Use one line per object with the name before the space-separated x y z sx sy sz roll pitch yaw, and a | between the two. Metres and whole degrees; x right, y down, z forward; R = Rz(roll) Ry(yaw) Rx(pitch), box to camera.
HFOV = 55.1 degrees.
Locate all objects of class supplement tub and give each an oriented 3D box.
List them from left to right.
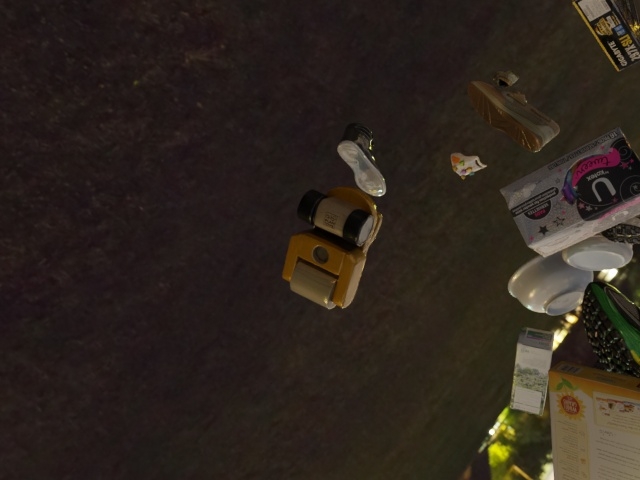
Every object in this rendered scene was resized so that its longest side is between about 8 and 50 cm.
supplement tub | 0.818 -0.063 1.822 0.191 0.191 0.272 67 31 -63

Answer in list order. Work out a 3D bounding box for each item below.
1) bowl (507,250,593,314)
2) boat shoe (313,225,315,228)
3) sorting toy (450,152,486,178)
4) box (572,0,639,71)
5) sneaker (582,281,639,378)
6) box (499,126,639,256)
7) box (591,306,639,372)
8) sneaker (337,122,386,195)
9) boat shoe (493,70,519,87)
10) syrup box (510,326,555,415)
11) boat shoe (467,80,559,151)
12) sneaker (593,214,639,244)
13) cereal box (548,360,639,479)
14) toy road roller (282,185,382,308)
bowl | 0.799 0.159 2.070 0.298 0.134 0.297 -11 142 -9
boat shoe | 0.000 0.000 2.041 0.066 0.063 0.184 -28 155 -46
sorting toy | 0.400 -0.202 1.637 0.083 0.075 0.044 33 59 -35
box | 0.708 -0.621 1.535 0.257 0.079 0.321 34 49 -32
sneaker | 0.599 0.196 1.089 0.146 0.343 0.134 -24 136 -8
box | 0.515 -0.086 1.223 0.247 0.142 0.163 -30 157 24
box | 0.759 0.326 1.434 0.270 0.216 0.060 -53 180 -7
sneaker | 0.162 -0.286 2.127 0.295 0.105 0.146 51 44 -42
boat shoe | 0.589 -0.519 1.987 0.045 0.050 0.135 -52 -169 2
syrup box | 0.609 0.375 1.765 0.096 0.093 0.236 -43 137 -55
boat shoe | 0.625 -0.424 2.012 0.110 0.341 0.121 -36 153 -10
sneaker | 0.699 -0.066 1.567 0.108 0.272 0.100 -61 145 -24
cereal box | 0.433 0.314 0.913 0.047 0.173 0.240 -18 107 -40
toy road roller | 0.055 0.007 1.747 0.241 0.203 0.329 -22 132 -59
